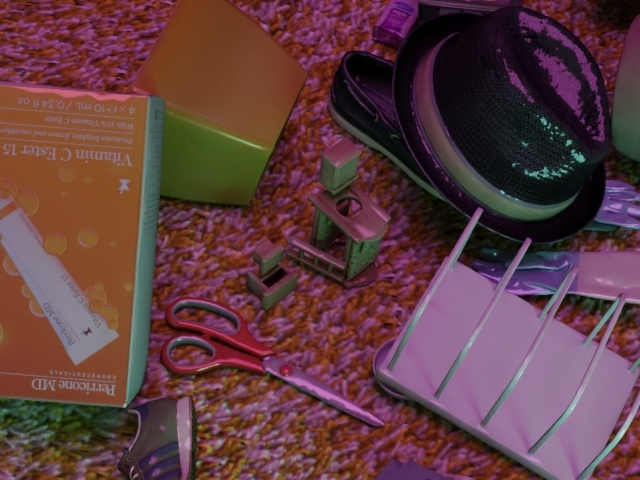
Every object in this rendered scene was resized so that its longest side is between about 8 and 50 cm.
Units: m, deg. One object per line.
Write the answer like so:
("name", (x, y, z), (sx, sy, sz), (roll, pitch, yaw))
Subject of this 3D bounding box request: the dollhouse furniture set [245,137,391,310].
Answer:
("dollhouse furniture set", (0.000, 0.000, 1.714), (0.161, 0.182, 0.101), (-36, 67, -25))

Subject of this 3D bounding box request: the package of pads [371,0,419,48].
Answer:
("package of pads", (0.113, -0.317, 2.022), (0.050, 0.032, 0.083), (23, 58, 13))

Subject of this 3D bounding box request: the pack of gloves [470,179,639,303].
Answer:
("pack of gloves", (0.314, 0.005, 1.832), (0.232, 0.046, 0.195), (4, 55, 10))

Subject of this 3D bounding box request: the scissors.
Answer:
("scissors", (-0.054, 0.143, 1.711), (0.297, 0.021, 0.109), (14, 55, 6))

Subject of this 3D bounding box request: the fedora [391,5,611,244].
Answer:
("fedora", (0.254, -0.168, 1.751), (0.334, 0.152, 0.334), (12, 60, -22))

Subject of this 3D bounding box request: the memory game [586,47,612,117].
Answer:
("memory game", (0.321, -0.198, 1.928), (0.186, 0.012, 0.186), (5, 77, -20))

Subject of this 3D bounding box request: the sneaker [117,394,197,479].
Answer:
("sneaker", (-0.187, 0.267, 1.600), (0.086, 0.064, 0.192), (-3, 57, 2))

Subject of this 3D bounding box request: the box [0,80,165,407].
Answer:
("box", (-0.300, -0.001, 1.596), (0.215, 0.168, 0.345), (4, 94, 0))

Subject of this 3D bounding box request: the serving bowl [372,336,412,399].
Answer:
("serving bowl", (0.104, 0.159, 1.711), (0.083, 0.027, 0.083), (2, 57, -3))

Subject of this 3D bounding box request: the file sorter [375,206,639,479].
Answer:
("file sorter", (0.244, 0.123, 1.640), (0.277, 0.173, 0.193), (31, 59, 6))

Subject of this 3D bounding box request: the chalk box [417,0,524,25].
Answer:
("chalk box", (0.211, -0.321, 1.965), (0.132, 0.132, 0.213), (9, 57, 12))

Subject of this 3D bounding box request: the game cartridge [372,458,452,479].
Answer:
("game cartridge", (0.183, 0.336, 1.515), (0.297, 0.062, 0.198), (26, 16, 12))

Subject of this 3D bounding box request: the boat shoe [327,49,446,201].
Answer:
("boat shoe", (0.157, -0.153, 1.860), (0.340, 0.113, 0.127), (36, 61, 23))

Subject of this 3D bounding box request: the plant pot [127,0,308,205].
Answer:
("plant pot", (-0.137, -0.167, 1.812), (0.187, 0.212, 0.212), (25, 57, -3))

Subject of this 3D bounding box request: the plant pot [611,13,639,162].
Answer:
("plant pot", (0.538, -0.184, 1.837), (0.280, 0.323, 0.323), (10, 55, 22))
